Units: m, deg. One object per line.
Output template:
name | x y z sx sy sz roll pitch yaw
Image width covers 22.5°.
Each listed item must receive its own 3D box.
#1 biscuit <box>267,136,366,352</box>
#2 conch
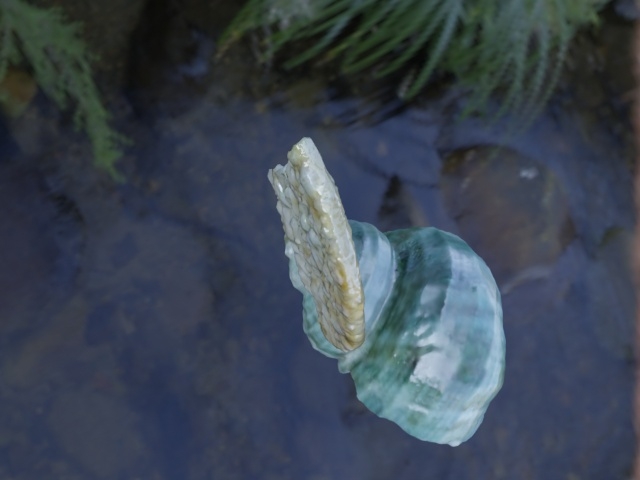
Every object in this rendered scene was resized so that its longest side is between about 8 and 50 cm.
biscuit | 0.000 0.000 1.483 0.040 0.265 0.188 -20 53 -10
conch | 0.075 0.074 1.656 0.277 0.195 0.220 41 58 -8
